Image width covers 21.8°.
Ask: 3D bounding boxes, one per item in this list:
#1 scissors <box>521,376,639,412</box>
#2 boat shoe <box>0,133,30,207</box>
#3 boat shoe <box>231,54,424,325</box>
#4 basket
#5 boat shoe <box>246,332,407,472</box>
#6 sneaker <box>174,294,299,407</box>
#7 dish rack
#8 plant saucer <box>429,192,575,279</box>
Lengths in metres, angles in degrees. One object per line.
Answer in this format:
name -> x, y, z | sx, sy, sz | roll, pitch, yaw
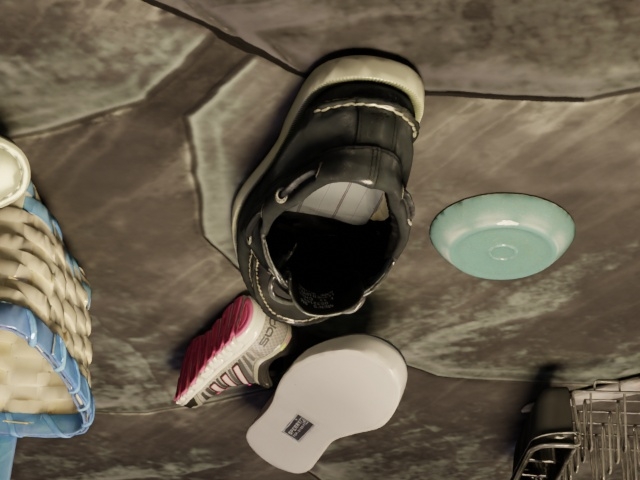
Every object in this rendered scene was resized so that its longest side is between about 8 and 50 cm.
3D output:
scissors -> 0.332, 0.136, 1.565 | 0.109, 0.021, 0.297 | 26, 141, -34
boat shoe -> -0.330, -0.064, 1.238 | 0.227, 0.069, 0.081 | 2, 109, -8
boat shoe -> 0.004, 0.000, 1.274 | 0.127, 0.113, 0.340 | 10, 148, -14
basket -> -0.286, 0.113, 1.308 | 0.201, 0.289, 0.255 | -2, 147, 7
boat shoe -> 0.015, 0.132, 1.513 | 0.096, 0.088, 0.267 | 33, 147, -1
sneaker -> -0.075, 0.112, 1.511 | 0.074, 0.063, 0.170 | 23, 139, -20
dish rack -> 0.322, 0.198, 1.598 | 0.271, 0.074, 0.208 | 1, 157, -1
plant saucer -> 0.149, 0.002, 1.356 | 0.119, 0.021, 0.119 | 1, 149, 1
